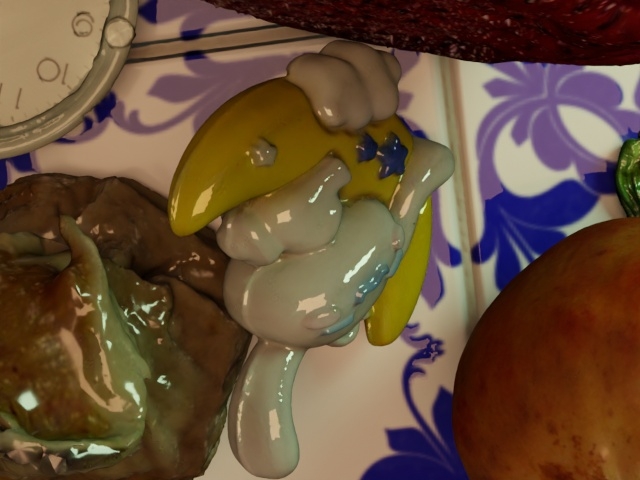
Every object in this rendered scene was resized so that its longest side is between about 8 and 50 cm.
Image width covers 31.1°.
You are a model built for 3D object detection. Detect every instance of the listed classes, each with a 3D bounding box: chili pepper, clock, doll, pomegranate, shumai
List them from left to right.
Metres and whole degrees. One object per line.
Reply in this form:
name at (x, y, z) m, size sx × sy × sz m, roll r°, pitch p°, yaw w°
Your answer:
clock at (-0.243, -0.176, 0.815) m, size 0.236 × 0.053 × 0.236 m, roll 0°, pitch 100°, yaw -1°
shumai at (-0.204, 0.110, 0.762) m, size 0.314 × 0.262 × 0.267 m, roll -39°, pitch 96°, yaw 9°
doll at (0.000, 0.000, 0.771) m, size 0.111 × 0.252 × 0.237 m, roll 14°, pitch 137°, yaw 38°
chili pepper at (0.237, -0.035, 0.840) m, size 0.034 × 0.030 × 0.091 m, roll -19°, pitch 102°, yaw -21°
pomegranate at (0.222, 0.094, 0.766) m, size 0.229 × 0.270 × 0.252 m, roll 48°, pitch 132°, yaw -11°

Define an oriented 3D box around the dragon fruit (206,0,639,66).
dragon fruit at (0.053, -0.231, 0.643) m, size 0.371 × 0.386 × 0.249 m, roll 9°, pitch 89°, yaw 22°
